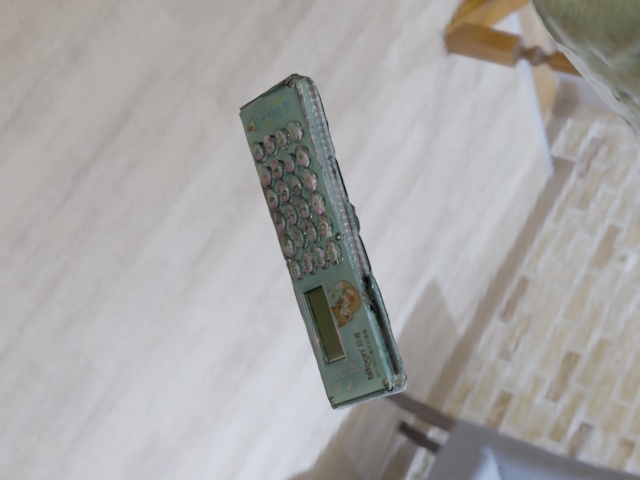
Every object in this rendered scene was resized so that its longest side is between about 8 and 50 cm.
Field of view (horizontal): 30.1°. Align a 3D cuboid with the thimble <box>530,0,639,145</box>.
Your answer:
[{"bbox_3d":[0.288,-0.192,0.768,0.195,0.291,0.291,45,65,-28],"label":"thimble"}]

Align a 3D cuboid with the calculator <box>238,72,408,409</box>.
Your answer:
[{"bbox_3d":[0.000,0.000,0.614,0.018,0.057,0.172,-11,80,-44],"label":"calculator"}]
